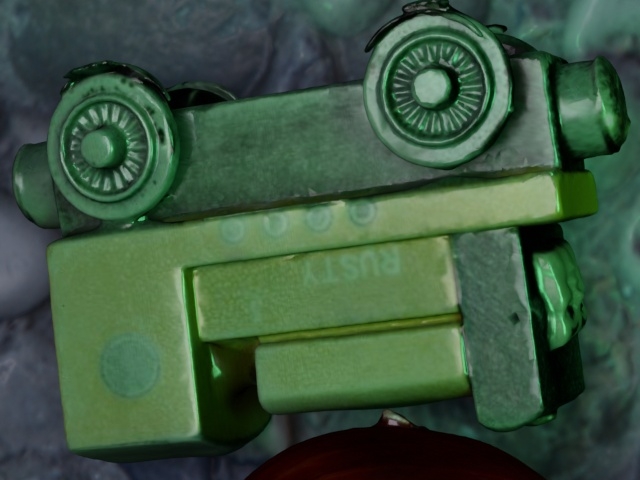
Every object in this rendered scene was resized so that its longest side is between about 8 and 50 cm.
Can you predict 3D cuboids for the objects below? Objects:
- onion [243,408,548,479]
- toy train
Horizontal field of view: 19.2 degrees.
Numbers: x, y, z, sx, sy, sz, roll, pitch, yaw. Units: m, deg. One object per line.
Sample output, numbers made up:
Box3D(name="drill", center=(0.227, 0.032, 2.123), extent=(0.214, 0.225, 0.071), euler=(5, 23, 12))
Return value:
Box3D(name="onion", center=(0.045, 0.256, 1.033), extent=(0.341, 0.341, 0.341), euler=(-2, 83, 19))
Box3D(name="toy train", center=(0.000, 0.000, 1.170), extent=(0.397, 0.160, 0.253), euler=(-8, 88, 19))
